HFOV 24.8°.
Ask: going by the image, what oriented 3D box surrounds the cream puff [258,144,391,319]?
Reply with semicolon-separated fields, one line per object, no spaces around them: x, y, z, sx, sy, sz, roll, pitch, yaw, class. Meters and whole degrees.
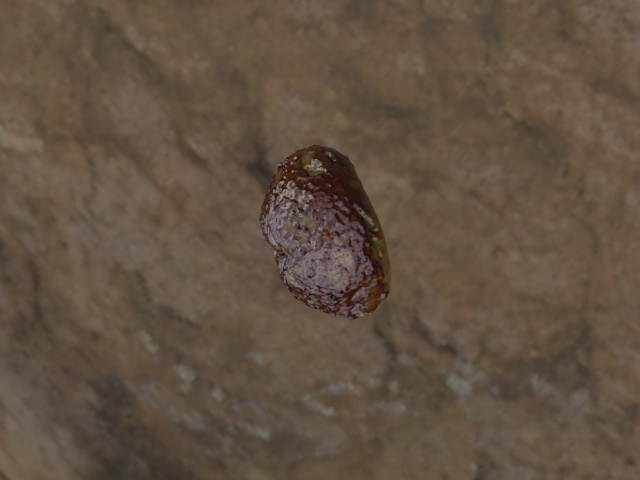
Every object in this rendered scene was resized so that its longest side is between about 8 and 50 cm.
0.000;0.000;1.156;0.149;0.084;0.149;161;90;-83;cream puff
